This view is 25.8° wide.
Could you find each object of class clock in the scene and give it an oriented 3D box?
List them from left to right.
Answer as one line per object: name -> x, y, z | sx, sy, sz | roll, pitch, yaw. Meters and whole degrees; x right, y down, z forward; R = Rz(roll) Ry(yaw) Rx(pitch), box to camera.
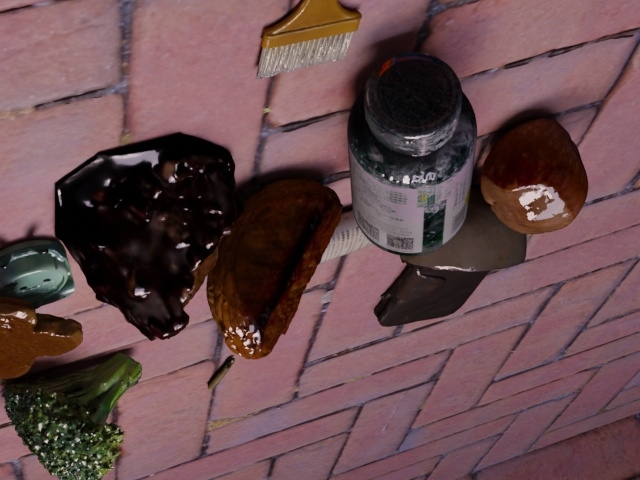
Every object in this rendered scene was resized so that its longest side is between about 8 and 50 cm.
clock -> -0.330, 0.037, 1.566 | 0.101, 0.041, 0.135 | -18, 158, -12

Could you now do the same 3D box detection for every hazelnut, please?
hazelnut -> 0.276, -0.083, 1.775 | 0.143, 0.143, 0.154 | -25, 138, 4

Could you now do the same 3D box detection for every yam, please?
yam -> -0.155, 0.208, 2.179 | 0.014, 0.014, 0.107 | -9, 155, -31

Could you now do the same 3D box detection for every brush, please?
brush -> 0.005, -0.239, 1.294 | 0.103, 0.013, 0.272 | -16, 157, -19

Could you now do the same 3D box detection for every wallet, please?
wallet -> 0.197, 0.047, 2.116 | 0.165, 0.042, 0.309 | -13, 157, -27

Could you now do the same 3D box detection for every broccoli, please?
broccoli -> -0.319, 0.236, 1.921 | 0.194, 0.194, 0.220 | -21, 135, -4

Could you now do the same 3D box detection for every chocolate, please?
chocolate -> -0.163, 0.020, 1.515 | 0.206, 0.177, 0.224 | -16, 159, -18

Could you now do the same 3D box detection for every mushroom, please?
mushroom -> 0.198, -0.018, 1.871 | 0.188, 0.141, 0.117 | -1, 115, -40

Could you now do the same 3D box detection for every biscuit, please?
biscuit -> -0.416, 0.105, 1.578 | 0.290, 0.041, 0.208 | -2, 154, -13

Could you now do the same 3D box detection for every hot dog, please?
hot dog -> -0.057, 0.027, 1.651 | 0.227, 0.099, 0.160 | -56, 153, -19

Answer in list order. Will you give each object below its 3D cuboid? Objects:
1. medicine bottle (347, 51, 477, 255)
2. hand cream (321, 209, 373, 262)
medicine bottle -> 0.101, -0.095, 1.549 | 0.141, 0.141, 0.293 | -21, 159, -5
hand cream -> 0.000, 0.000, 1.800 | 0.276, 0.059, 0.095 | -17, 152, -26
